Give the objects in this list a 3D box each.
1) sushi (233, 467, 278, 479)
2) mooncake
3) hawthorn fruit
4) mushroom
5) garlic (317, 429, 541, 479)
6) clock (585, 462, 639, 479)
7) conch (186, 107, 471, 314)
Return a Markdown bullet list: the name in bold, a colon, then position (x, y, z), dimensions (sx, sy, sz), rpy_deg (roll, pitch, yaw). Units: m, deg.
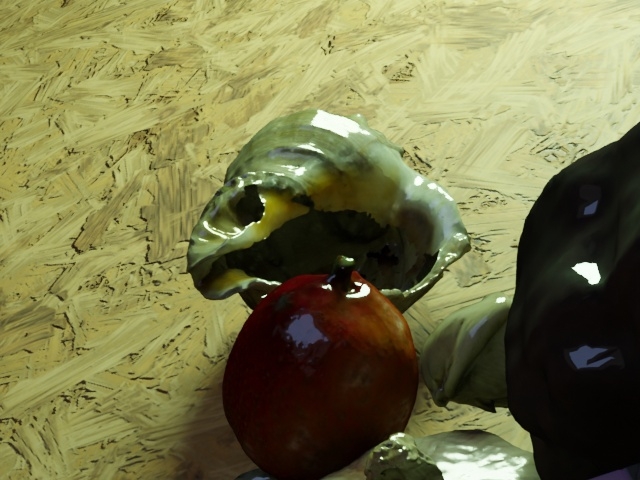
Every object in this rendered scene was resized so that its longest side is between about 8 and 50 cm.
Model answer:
- **sushi**: position (-0.042, 0.261, 1.202), dimensions (0.090, 0.078, 0.150), rpy_deg (-11, 35, 9)
- **mooncake**: position (0.311, 0.069, 0.965), dimensions (0.381, 0.351, 0.212), rpy_deg (4, 44, 11)
- **hawthorn fruit**: position (0.005, 0.105, 1.211), dimensions (0.169, 0.188, 0.169), rpy_deg (17, 24, -8)
- **mushroom**: position (0.277, 0.057, 1.196), dimensions (0.397, 0.177, 0.126), rpy_deg (-25, 42, 6)
- **garlic**: position (0.070, 0.212, 1.051), dimensions (0.245, 0.253, 0.245), rpy_deg (-12, 44, 12)
- **clock**: position (0.167, 0.265, 0.924), dimensions (0.186, 0.253, 0.083), rpy_deg (-20, 15, 7)
- **conch**: position (0.001, 0.008, 1.419), dimensions (0.263, 0.186, 0.324), rpy_deg (19, 41, 26)
